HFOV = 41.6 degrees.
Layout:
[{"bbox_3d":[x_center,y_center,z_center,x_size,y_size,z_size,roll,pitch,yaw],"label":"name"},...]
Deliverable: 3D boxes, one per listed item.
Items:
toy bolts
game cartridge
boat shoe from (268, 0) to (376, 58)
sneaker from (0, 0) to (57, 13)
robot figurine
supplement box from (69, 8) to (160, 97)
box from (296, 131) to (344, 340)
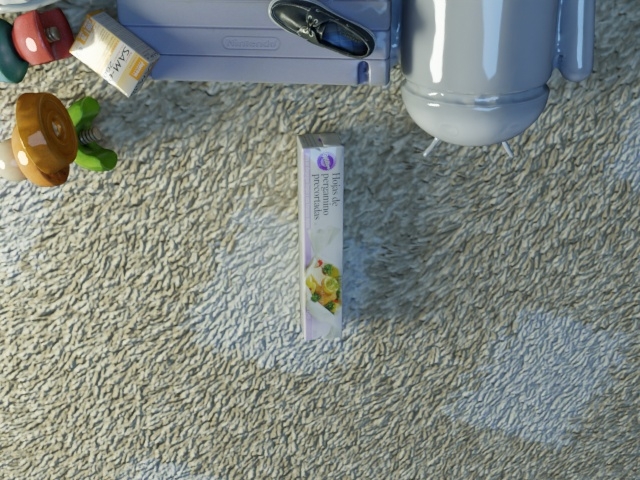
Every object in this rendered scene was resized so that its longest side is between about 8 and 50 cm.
[{"bbox_3d":[-0.392,-0.171,1.070,0.158,0.218,0.228,-15,99,10],"label":"toy bolts"},{"bbox_3d":[-0.085,-0.317,1.073,0.355,0.068,0.230,3,112,7],"label":"game cartridge"},{"bbox_3d":[0.002,-0.262,1.033,0.142,0.040,0.049,20,117,-2],"label":"boat shoe"},{"bbox_3d":[-0.409,-0.324,1.006,0.305,0.152,0.114,-14,119,-1],"label":"sneaker"},{"bbox_3d":[0.208,-0.276,1.107,0.300,0.200,0.353,7,117,14],"label":"robot figurine"},{"bbox_3d":[-0.265,-0.241,1.086,0.098,0.036,0.062,37,120,-3],"label":"supplement box"},{"bbox_3d":[0.000,0.000,1.281,0.063,0.067,0.324,-4,115,-9],"label":"box"}]
